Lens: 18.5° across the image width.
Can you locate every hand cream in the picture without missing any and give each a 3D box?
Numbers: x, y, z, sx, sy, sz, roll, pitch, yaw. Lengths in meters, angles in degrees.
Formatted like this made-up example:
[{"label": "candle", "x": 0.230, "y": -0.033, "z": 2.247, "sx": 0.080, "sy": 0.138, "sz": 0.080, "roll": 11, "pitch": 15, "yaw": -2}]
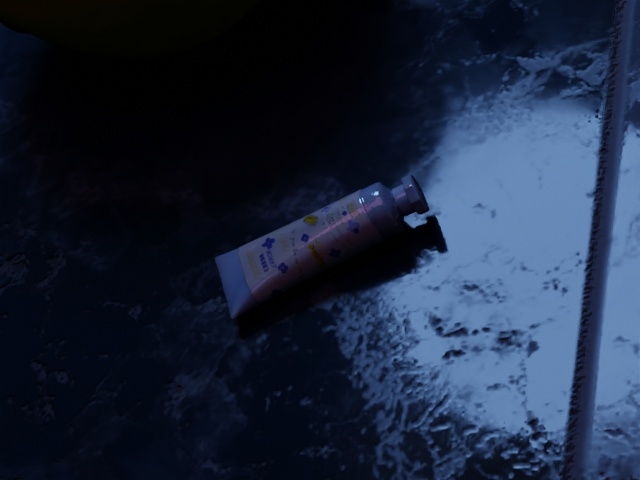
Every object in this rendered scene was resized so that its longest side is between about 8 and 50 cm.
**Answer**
[{"label": "hand cream", "x": 0.000, "y": 0.000, "z": 1.494, "sx": 0.170, "sy": 0.043, "sz": 0.065, "roll": -25, "pitch": 48, "yaw": 9}]

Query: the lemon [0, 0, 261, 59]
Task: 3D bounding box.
[{"label": "lemon", "x": -0.158, "y": -0.311, "z": 1.624, "sx": 0.348, "sy": 0.348, "sz": 0.348, "roll": -13, "pitch": 50, "yaw": 16}]
